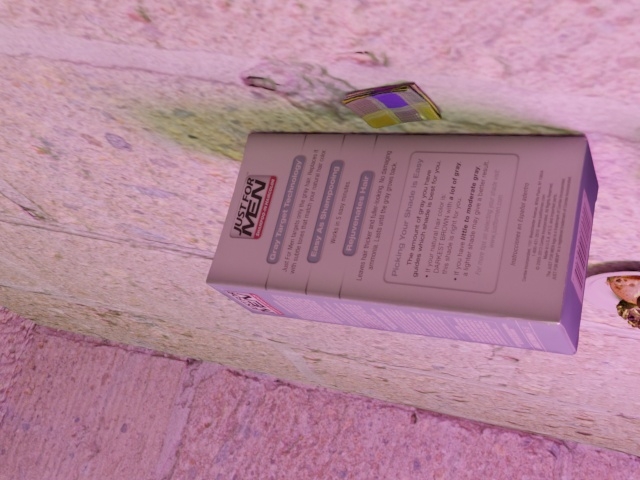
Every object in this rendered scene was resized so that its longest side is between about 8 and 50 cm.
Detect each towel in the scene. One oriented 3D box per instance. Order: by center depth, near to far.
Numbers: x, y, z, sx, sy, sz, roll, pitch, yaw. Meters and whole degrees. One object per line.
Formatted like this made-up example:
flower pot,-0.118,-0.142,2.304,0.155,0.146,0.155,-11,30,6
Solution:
towel,0.069,-0.128,0.754,0.083,0.009,0.060,-1,155,40

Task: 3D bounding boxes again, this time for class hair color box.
hair color box,0.082,-0.005,0.825,0.375,0.185,0.113,5,160,27

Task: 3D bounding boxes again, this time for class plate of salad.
plate of salad,0.444,0.086,1.043,0.200,0.048,0.200,12,161,4

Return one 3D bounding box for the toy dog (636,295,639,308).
toy dog,0.409,0.069,0.663,0.334,0.161,0.220,39,172,33
